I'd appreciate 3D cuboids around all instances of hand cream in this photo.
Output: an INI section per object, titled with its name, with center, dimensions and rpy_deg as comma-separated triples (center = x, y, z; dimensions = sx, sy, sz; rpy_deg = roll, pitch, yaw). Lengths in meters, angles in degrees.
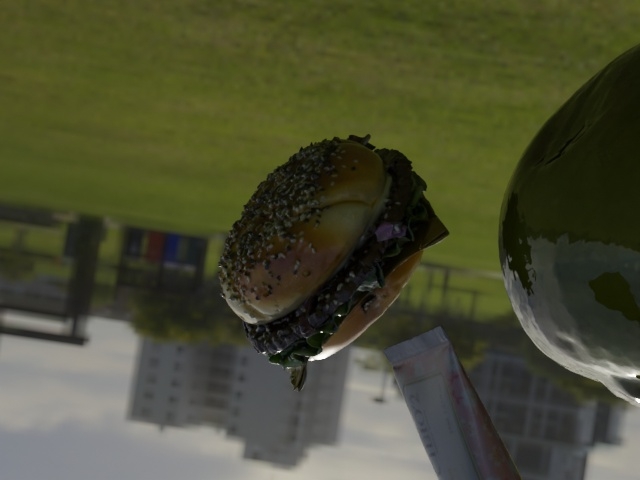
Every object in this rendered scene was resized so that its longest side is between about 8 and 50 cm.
[hand cream]
center = 0.089, 0.142, 0.810
dimensions = 0.043, 0.209, 0.067
rpy_deg = -24, 176, -25

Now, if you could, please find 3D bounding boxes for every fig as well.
[fig]
center = 0.204, -0.014, 0.951
dimensions = 0.207, 0.230, 0.207
rpy_deg = -7, 157, -3

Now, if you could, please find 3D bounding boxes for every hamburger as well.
[hamburger]
center = -0.002, 0.001, 1.050
dimensions = 0.093, 0.164, 0.189
rpy_deg = 40, 179, -16
